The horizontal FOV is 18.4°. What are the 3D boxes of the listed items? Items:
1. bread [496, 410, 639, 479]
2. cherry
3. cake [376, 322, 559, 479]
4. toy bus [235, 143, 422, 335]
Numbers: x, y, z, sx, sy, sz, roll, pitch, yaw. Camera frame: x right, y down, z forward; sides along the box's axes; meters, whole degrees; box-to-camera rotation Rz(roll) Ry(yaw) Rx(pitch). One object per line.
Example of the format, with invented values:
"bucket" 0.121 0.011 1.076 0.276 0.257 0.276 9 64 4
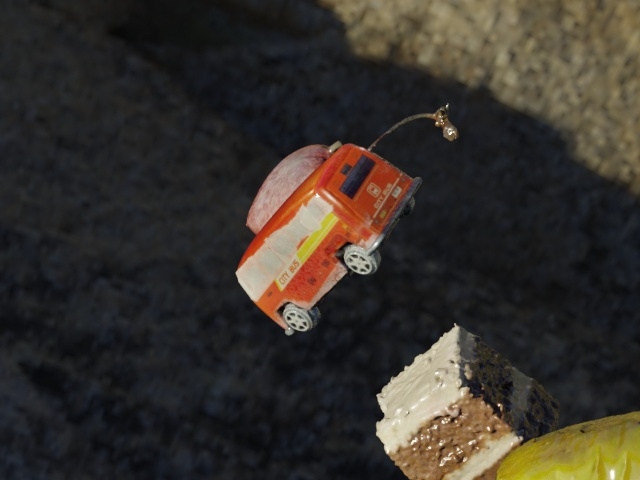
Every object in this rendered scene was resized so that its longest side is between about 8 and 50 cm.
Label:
"bread" 0.320 0.173 1.510 0.166 0.384 0.112 -14 95 -62
"cherry" 0.030 -0.060 1.903 0.090 0.225 0.107 58 12 -21
"cake" 0.145 0.179 1.960 0.147 0.134 0.135 47 21 -12
"toy bus" 0.000 0.000 1.447 0.077 0.174 0.079 37 52 -6
